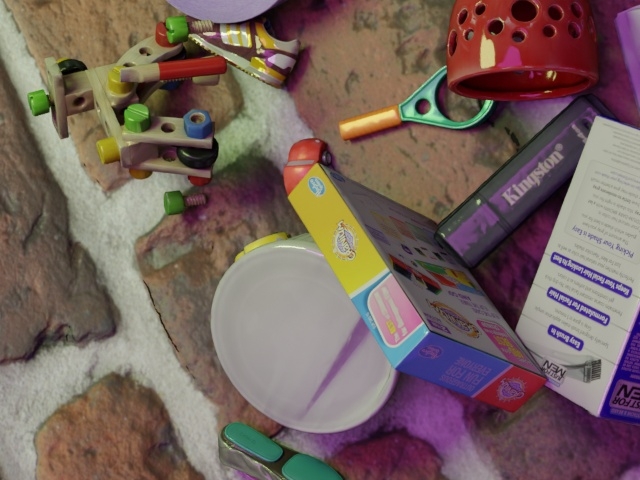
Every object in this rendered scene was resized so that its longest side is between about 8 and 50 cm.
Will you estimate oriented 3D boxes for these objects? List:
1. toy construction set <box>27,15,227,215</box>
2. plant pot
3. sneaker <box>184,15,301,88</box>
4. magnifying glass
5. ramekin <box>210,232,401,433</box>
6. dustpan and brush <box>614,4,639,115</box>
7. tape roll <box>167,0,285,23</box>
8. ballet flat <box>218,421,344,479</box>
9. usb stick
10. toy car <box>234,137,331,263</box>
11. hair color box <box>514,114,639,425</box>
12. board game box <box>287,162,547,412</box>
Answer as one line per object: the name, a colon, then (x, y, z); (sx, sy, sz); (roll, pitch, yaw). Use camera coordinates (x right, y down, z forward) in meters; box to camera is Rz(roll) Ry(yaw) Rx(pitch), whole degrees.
toy construction set: (-0.271, -0.189, 1.964); (0.237, 0.309, 0.257); (-8, 76, -17)
plant pot: (0.255, -0.277, 1.812); (0.191, 0.191, 0.174); (-2, 85, 25)
sneaker: (-0.113, -0.292, 2.057); (0.185, 0.069, 0.083); (32, 93, 16)
magnifying glass: (0.133, -0.180, 1.956); (0.231, 0.026, 0.092); (-15, 83, 25)
ramekin: (0.000, 0.113, 1.922); (0.273, 0.127, 0.272); (9, 112, 22)
dustpan and brush: (0.468, -0.237, 1.756); (0.211, 0.060, 0.147); (-11, 96, 59)
tape roll: (-0.129, -0.443, 1.977); (0.275, 0.090, 0.274); (9, 113, 23)
ballet flat: (-0.054, 0.326, 2.020); (0.213, 0.072, 0.068); (26, 127, 24)
usb stick: (0.266, -0.076, 1.849); (0.278, 0.045, 0.077); (-43, 74, 4)
toy car: (0.000, 0.000, 1.998); (0.225, 0.053, 0.239); (32, 102, 22)
hair color box: (0.372, 0.036, 1.757); (0.185, 0.110, 0.338); (31, 102, 54)
board game box: (0.117, 0.057, 1.780); (0.064, 0.242, 0.316); (-48, 46, 18)
